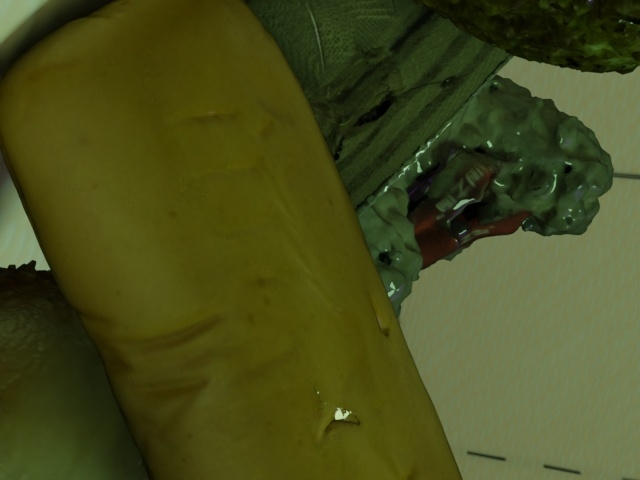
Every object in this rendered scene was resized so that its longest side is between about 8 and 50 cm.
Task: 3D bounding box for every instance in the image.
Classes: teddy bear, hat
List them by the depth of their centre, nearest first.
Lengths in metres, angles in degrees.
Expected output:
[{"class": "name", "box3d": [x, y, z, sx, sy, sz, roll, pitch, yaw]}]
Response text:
[{"class": "hat", "box3d": [0.006, -0.089, 0.799, 0.252, 0.110, 0.252, -45, -174, 6]}, {"class": "teddy bear", "box3d": [0.000, 0.000, 1.293, 0.357, 0.224, 0.367, -23, 165, -46]}]

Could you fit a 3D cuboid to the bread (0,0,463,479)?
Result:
[{"class": "bread", "box3d": [-0.015, 0.049, 0.607, 0.091, 0.305, 0.142, -15, -166, 31]}]

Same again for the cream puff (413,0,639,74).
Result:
[{"class": "cream puff", "box3d": [0.061, -0.119, 0.375, 0.183, 0.169, 0.183, -46, 177, -3]}]

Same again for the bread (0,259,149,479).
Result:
[{"class": "bread", "box3d": [-0.182, 0.129, 0.665, 0.305, 0.159, 0.305, -44, -178, 2]}]
